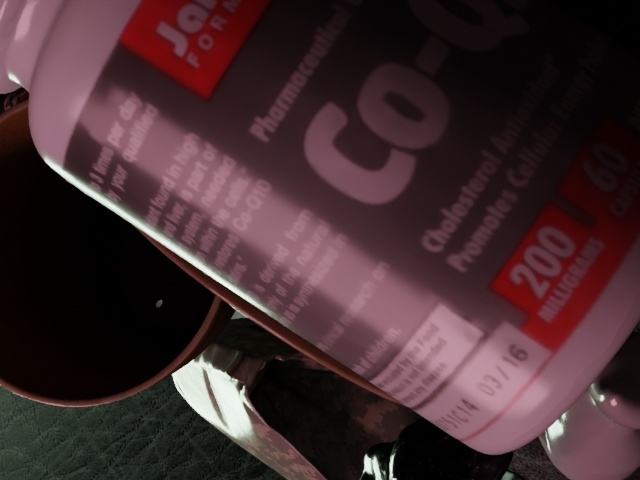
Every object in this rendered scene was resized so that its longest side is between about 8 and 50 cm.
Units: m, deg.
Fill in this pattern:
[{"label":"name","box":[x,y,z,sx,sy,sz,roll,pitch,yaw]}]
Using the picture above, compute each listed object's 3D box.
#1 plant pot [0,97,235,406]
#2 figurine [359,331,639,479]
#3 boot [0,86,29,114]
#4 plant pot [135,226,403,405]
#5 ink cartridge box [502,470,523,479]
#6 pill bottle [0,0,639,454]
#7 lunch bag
[{"label":"plant pot","box":[-0.152,0.015,1.211,0.237,0.237,0.254,31,-178,14]},{"label":"figurine","box":[0.133,0.125,0.926,0.209,0.215,0.092,93,153,-75]},{"label":"boot","box":[-0.226,-0.068,1.351,0.236,0.085,0.179,40,165,-29]},{"label":"plant pot","box":[0.000,0.000,0.931,0.237,0.109,0.237,33,169,7]},{"label":"ink cartridge box","box":[0.273,0.370,1.884,0.275,0.060,0.239,37,167,-19]},{"label":"pill bottle","box":[-0.007,-0.059,0.561,0.283,0.161,0.161,33,169,0]},{"label":"lunch bag","box":[-0.001,0.169,1.516,0.287,0.169,0.235,33,170,-23]}]
